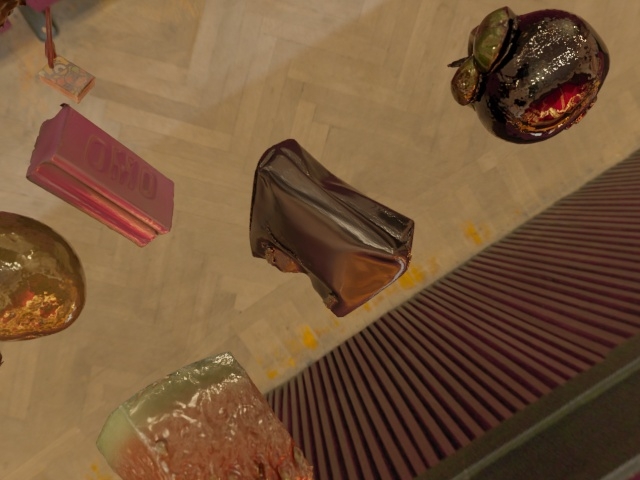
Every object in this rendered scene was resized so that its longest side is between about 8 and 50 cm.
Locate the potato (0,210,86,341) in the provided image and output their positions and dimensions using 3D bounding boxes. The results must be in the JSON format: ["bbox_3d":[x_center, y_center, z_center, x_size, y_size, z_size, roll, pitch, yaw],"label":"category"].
[{"bbox_3d":[-0.408,0.042,0.660,0.235,0.160,0.178,17,117,-5],"label":"potato"}]

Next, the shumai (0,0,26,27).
[{"bbox_3d":[-0.240,-0.192,0.219,0.395,0.395,0.348,-31,60,-2],"label":"shumai"}]

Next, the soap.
[{"bbox_3d":[-0.310,-0.089,0.773,0.065,0.122,0.203,-29,137,22],"label":"soap"}]

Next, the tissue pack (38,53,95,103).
[{"bbox_3d":[-0.495,-0.318,1.039,0.083,0.035,0.063,30,60,-10],"label":"tissue pack"}]

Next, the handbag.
[{"bbox_3d":[0.000,0.000,1.057,0.342,0.152,0.288,36,134,8],"label":"handbag"}]

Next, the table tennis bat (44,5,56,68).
[{"bbox_3d":[-0.464,-0.340,0.910,0.019,0.154,0.098,-4,95,-26],"label":"table tennis bat"}]

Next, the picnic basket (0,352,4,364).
[{"bbox_3d":[-0.897,0.319,1.230,0.222,0.297,0.129,-38,89,36],"label":"picnic basket"}]

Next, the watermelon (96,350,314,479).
[{"bbox_3d":[-0.082,0.252,0.553,0.257,0.192,0.140,54,131,16],"label":"watermelon"}]

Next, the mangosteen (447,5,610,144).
[{"bbox_3d":[0.337,-0.273,0.875,0.242,0.243,0.243,0,92,-4],"label":"mangosteen"}]
